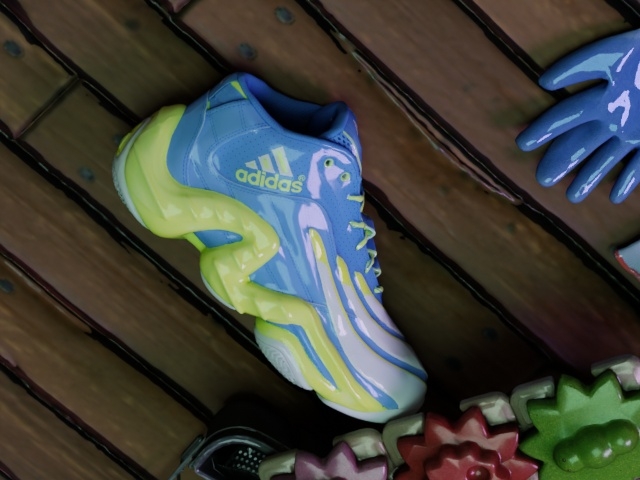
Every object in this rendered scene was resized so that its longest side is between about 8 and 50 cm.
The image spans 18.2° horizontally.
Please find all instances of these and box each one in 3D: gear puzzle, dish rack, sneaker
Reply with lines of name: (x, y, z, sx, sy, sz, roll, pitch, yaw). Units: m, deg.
gear puzzle: (0.143, 0.160, 1.154, 0.339, 0.044, 0.175, -18, 115, 16)
dish rack: (-0.048, 0.238, 1.291, 0.208, 0.074, 0.271, 33, 116, -15)
sneaker: (0.000, 0.000, 1.141, 0.240, 0.091, 0.126, 41, 113, -18)

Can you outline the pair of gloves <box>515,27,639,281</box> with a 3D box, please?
pair of gloves: (0.217, -0.046, 1.144, 0.159, 0.023, 0.198, -35, 112, 20)
